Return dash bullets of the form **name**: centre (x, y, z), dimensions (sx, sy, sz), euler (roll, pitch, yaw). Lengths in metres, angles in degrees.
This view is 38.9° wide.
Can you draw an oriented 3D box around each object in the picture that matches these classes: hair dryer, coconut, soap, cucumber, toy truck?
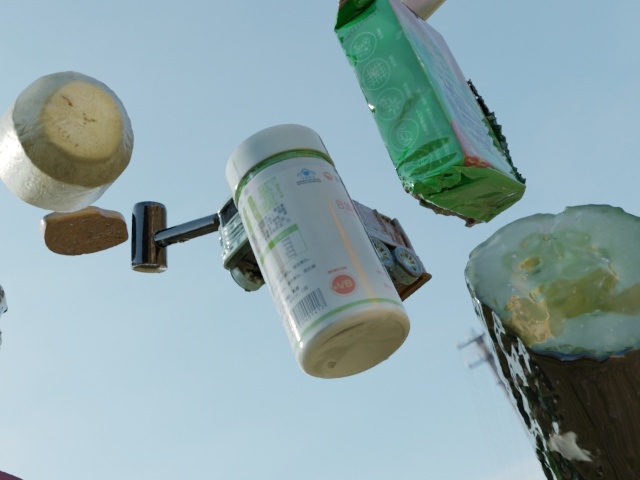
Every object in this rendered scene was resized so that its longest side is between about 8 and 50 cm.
- **hair dryer**: centre (-0.248, -0.029, 1.655), dimensions (0.255, 0.128, 0.070), euler (-17, -22, 33)
- **coconut**: centre (-0.406, -0.151, 1.428), dimensions (0.202, 0.202, 0.222), euler (-4, -15, -35)
- **soap**: centre (0.125, -0.158, 1.089), dimensions (0.098, 0.273, 0.218), euler (-37, -29, 29)
- **cucumber**: centre (0.132, 0.102, 0.369), dimensions (0.074, 0.074, 0.241), euler (-27, -71, -3)
- **toy truck**: centre (0.000, 0.000, 1.273), dimensions (0.305, 0.162, 0.136), euler (23, -54, -39)

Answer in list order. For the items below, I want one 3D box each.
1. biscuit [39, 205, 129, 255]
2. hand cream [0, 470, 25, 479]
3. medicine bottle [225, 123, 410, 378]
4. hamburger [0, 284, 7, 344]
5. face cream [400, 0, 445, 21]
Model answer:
- **biscuit**: centre (-0.458, -0.018, 1.755), dimensions (0.142, 0.029, 0.220), euler (-38, -24, 23)
- **hand cream**: centre (-0.344, 0.333, 0.889), dimensions (0.230, 0.149, 0.230), euler (11, -48, 12)
- **medicine bottle**: centre (-0.006, 0.006, 0.675), dimensions (0.086, 0.183, 0.086), euler (-16, -34, -11)
- **hamburger**: centre (-0.548, 0.057, 1.206), dimensions (0.285, 0.134, 0.265), euler (19, -27, -8)
- **face cream**: centre (0.144, -0.378, 1.491), dimensions (0.244, 0.092, 0.058), euler (-48, -4, 37)
